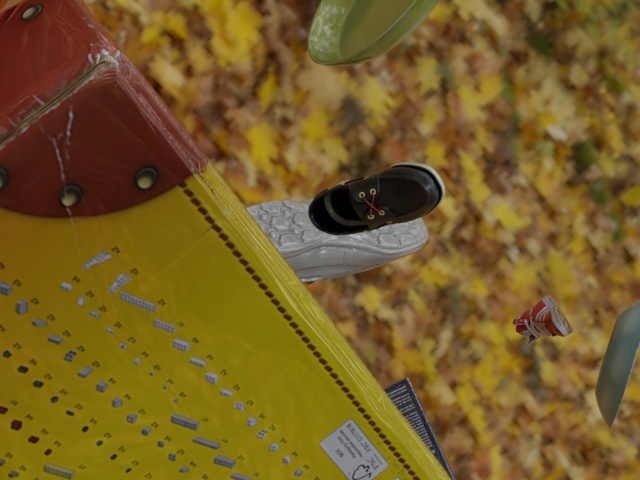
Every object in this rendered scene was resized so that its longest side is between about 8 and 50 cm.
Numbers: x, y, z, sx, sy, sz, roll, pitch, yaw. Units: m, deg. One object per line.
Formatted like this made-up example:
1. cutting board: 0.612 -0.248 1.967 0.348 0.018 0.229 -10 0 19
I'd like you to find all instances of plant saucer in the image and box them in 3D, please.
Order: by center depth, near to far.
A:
1. plant saucer: 0.080 -0.282 1.747 0.037 0.241 0.241 38 42 -25
2. plant saucer: 0.411 0.161 2.170 0.037 0.195 0.195 18 42 10

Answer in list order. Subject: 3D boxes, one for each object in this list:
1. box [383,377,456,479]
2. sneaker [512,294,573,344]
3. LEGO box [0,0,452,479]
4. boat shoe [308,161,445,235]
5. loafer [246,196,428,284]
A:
1. box: 0.112 0.279 2.005 0.156 0.093 0.158 62 2 -67
2. sneaker: 0.299 0.117 2.133 0.042 0.067 0.118 52 8 -12
3. LEGO box: -0.106 0.058 0.765 0.500 0.193 0.372 54 -4 -41
4. boat shoe: 0.044 -0.030 1.257 0.042 0.133 0.049 -34 106 -40
5. loafer: 0.000 0.000 2.081 0.320 0.111 0.112 -2 59 -35
